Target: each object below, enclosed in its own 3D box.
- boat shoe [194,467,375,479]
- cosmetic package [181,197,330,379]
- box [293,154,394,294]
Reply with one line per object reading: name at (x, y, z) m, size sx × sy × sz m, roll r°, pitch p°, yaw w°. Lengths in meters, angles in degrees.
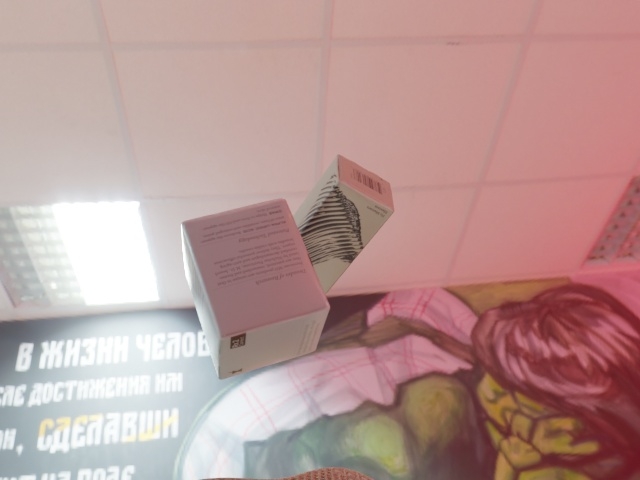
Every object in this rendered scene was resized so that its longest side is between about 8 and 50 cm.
boat shoe at (-0.078, 0.464, 1.018) m, size 0.500 × 0.186 × 0.156 m, roll 15°, pitch -87°, yaw -48°
cosmetic package at (-0.096, 0.068, 0.915) m, size 0.151 × 0.184 × 0.151 m, roll -15°, pitch -28°, yaw -17°
box at (0.000, 0.000, 1.099) m, size 0.113 × 0.094 × 0.275 m, roll 26°, pitch -59°, yaw -18°
